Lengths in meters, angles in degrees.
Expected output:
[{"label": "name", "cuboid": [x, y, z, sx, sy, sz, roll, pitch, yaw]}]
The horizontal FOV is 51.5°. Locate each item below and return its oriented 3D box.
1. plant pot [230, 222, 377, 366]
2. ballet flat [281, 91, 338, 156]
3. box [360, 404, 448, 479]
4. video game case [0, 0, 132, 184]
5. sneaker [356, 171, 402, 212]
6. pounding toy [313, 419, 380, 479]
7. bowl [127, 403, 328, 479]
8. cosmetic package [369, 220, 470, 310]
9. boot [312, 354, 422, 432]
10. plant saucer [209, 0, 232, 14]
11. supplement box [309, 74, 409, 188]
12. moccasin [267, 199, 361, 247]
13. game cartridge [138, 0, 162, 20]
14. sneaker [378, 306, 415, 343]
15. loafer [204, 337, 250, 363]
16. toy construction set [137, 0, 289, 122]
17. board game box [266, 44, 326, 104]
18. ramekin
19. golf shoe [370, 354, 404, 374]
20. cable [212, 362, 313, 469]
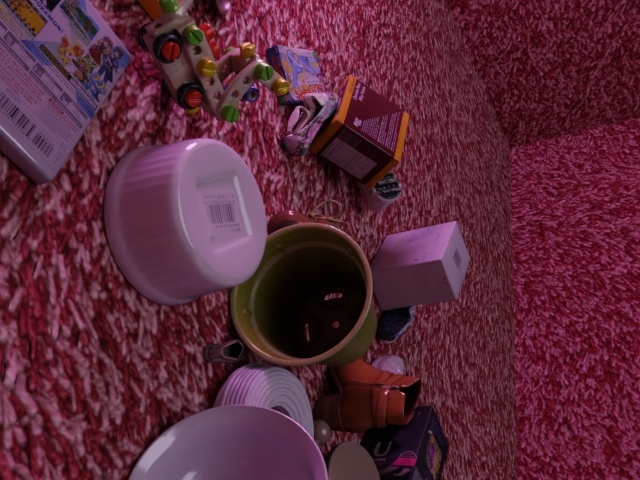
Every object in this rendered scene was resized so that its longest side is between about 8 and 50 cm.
[{"label": "plant pot", "cuboid": [-0.002, 0.138, 1.327, 0.254, 0.276, 0.275, 50, 38, -62]}, {"label": "ballet flat", "cuboid": [-0.026, -0.296, 1.571, 0.079, 0.077, 0.221, 52, 55, -35]}, {"label": "box", "cuboid": [0.189, 0.542, 1.597, 0.143, 0.165, 0.270, 67, 30, -20]}, {"label": "video game case", "cuboid": [-0.424, -0.291, 0.903, 0.329, 0.036, 0.299, 54, 37, -38]}, {"label": "sneaker", "cuboid": [0.130, -0.213, 1.850, 0.118, 0.110, 0.292, 117, -38, -60]}, {"label": "pounding toy", "cuboid": [0.017, 0.504, 1.374, 0.237, 0.110, 0.183, 48, 36, -24]}, {"label": "bowl", "cuboid": [-0.132, 0.402, 0.979, 0.297, 0.298, 0.134, -66, 159, -47]}, {"label": "cosmetic package", "cuboid": [0.278, 0.070, 1.871, 0.138, 0.225, 0.224, 65, 30, -20]}, {"label": "boot", "cuboid": [0.120, 0.310, 1.493, 0.109, 0.220, 0.283, 66, 30, -23]}, {"label": "plant saucer", "cuboid": [-0.204, -0.547, 1.348, 0.168, 0.029, 0.168, 8, 90, -86]}, {"label": "supplement box", "cuboid": [0.101, -0.277, 1.691, 0.194, 0.129, 0.191, 30, 48, -17]}, {"label": "moccasin", "cuboid": [0.003, -0.001, 1.483, 0.380, 0.139, 0.146, 22, 54, -55]}, {"label": "game cartridge", "cuboid": [-0.314, -0.591, 1.208, 0.285, 0.053, 0.323, 51, 41, -42]}, {"label": "sneaker", "cuboid": [0.223, 0.230, 1.865, 0.211, 0.080, 0.081, -45, 138, -49]}, {"label": "loafer", "cuboid": [-0.159, 0.202, 1.208, 0.125, 0.039, 0.045, 4, 76, -61]}, {"label": "toy construction set", "cuboid": [-0.198, -0.348, 1.171, 0.215, 0.151, 0.327, -40, 128, -16]}, {"label": "board game box", "cuboid": [-0.053, -0.401, 1.629, 0.201, 0.035, 0.136, -23, 100, -62]}, {"label": "ramekin", "cuboid": [-0.208, -0.037, 1.103, 0.277, 0.135, 0.277, 32, 52, -54]}, {"label": "golf shoe", "cuboid": [0.177, 0.372, 1.667, 0.306, 0.140, 0.115, -34, 109, -62]}, {"label": "cable", "cuboid": [-0.102, 0.350, 1.207, 0.257, 0.089, 0.257, 47, 41, -45]}]
